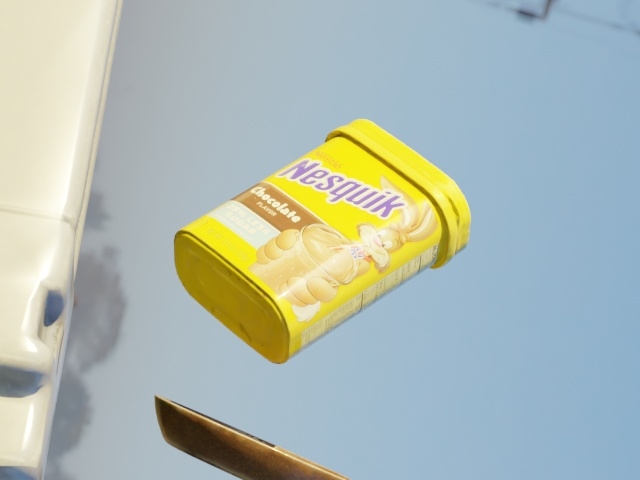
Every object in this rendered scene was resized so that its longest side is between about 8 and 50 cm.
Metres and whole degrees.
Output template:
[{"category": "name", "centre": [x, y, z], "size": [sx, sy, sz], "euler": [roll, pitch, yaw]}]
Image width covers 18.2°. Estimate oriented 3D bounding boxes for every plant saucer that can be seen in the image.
[{"category": "plant saucer", "centre": [-0.038, 0.147, 1.322], "size": [0.029, 0.168, 0.168], "euler": [-66, -171, -4]}]

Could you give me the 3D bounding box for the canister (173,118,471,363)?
[{"category": "canister", "centre": [0.000, 0.000, 1.366], "size": [0.170, 0.126, 0.073], "euler": [-32, 144, -31]}]

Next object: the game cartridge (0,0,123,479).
[{"category": "game cartridge", "centre": [-0.149, -0.081, 0.531], "size": [0.062, 0.198, 0.297], "euler": [99, -3, -58]}]
